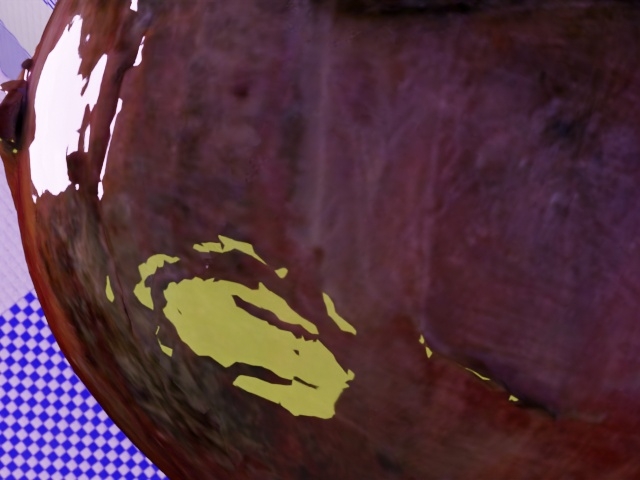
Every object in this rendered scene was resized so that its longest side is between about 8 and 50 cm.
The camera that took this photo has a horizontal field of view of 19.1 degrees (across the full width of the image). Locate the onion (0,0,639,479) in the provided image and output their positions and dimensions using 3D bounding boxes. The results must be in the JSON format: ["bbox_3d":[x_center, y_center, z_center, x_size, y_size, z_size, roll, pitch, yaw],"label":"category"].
[{"bbox_3d":[0.047,-0.004,0.721,0.353,0.354,0.353,49,170,11],"label":"onion"}]
